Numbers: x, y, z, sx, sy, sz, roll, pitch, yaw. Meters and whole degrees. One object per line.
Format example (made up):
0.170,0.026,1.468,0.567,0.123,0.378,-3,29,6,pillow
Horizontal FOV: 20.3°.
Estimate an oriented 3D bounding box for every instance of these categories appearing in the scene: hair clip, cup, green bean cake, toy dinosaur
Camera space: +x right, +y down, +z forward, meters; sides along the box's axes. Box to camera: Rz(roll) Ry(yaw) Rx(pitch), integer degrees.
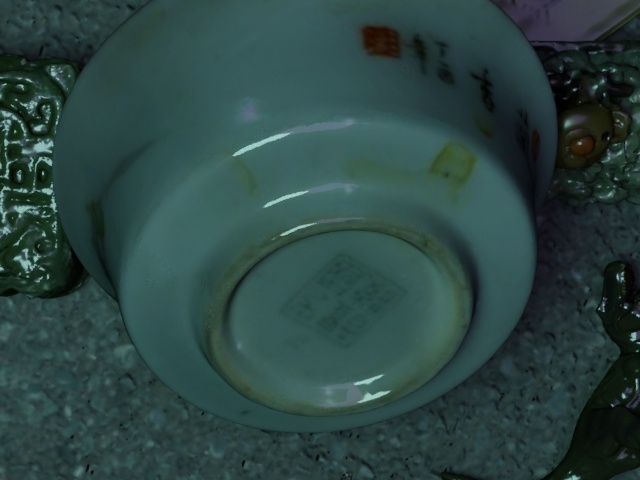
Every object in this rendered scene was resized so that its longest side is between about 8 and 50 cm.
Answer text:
0.204,-0.086,1.286,0.321,0.091,0.138,-5,101,-9,hair clip
0.000,0.000,1.159,0.347,0.163,0.347,-4,131,-5,cup
-0.250,-0.048,1.260,0.181,0.094,0.173,5,90,-4,green bean cake
0.198,0.115,1.341,0.179,0.087,0.187,1,71,30,toy dinosaur

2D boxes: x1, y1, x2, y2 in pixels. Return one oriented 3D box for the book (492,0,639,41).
0.139,-0.196,1.331,0.231,0.026,0.161,-36,93,-4,book
